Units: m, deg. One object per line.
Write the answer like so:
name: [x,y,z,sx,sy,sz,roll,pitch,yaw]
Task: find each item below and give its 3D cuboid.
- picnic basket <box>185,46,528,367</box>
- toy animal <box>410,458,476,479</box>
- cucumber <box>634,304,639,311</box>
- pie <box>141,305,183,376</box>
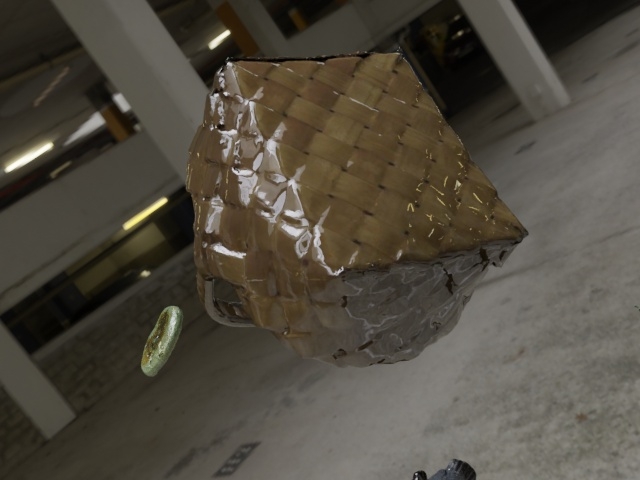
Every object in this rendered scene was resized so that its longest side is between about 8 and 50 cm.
picnic basket: [0.000,0.000,0.798,0.293,0.337,0.337,-11,-2,-29]
toy animal: [0.172,0.351,0.985,0.117,0.121,0.210,-44,-13,-6]
cucumber: [0.275,0.030,0.505,0.168,0.039,0.039,-9,-5,-32]
pie: [-0.182,0.115,0.851,0.085,0.017,0.085,-46,28,34]
